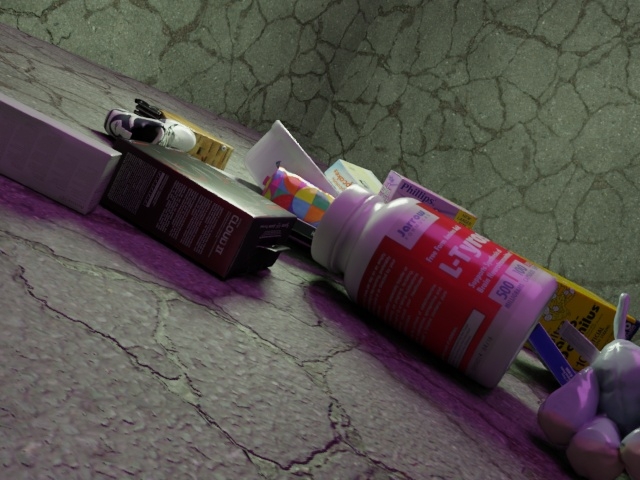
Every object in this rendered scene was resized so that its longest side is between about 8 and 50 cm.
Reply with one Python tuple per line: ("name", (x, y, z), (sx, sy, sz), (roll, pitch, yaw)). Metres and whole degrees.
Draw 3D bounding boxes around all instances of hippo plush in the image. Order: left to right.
("hippo plush", (0.477, 0.297, 1.023), (0.237, 0.234, 0.294), (58, 8, -35))

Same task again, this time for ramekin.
("ramekin", (-0.067, -0.149, 1.609), (0.277, 0.135, 0.277), (50, 4, -5))

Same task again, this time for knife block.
("knife block", (-0.398, -0.297, 1.812), (0.275, 0.088, 0.242), (23, 12, -25))

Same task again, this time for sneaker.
("sneaker", (-0.387, -0.242, 1.563), (0.235, 0.094, 0.153), (18, 15, -42))

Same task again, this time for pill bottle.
("pill bottle", (0.194, 0.065, 1.187), (0.407, 0.229, 0.229), (32, 11, 21))

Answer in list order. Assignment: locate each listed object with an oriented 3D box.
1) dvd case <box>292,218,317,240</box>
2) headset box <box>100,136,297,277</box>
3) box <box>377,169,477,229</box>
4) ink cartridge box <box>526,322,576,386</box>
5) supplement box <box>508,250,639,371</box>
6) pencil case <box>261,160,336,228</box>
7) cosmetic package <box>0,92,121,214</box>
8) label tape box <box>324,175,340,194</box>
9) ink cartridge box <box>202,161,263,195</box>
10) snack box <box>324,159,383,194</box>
("dvd case", (0.000, 0.000, 1.415), (0.238, 0.030, 0.179), (27, -5, -21))
("headset box", (-0.187, -0.048, 1.078), (0.293, 0.110, 0.218), (30, 10, 13))
("box", (0.214, -0.008, 1.564), (0.213, 0.243, 0.117), (26, 10, -14))
("ink cartridge box", (0.485, 0.228, 1.419), (0.223, 0.045, 0.224), (52, 9, -10))
("supplement box", (0.642, 0.206, 1.769), (0.356, 0.194, 0.195), (24, 11, -19))
("pencil case", (-0.020, -0.079, 1.441), (0.236, 0.104, 0.104), (29, 10, -7))
("cosmetic package", (-0.421, -0.136, 0.937), (0.239, 0.099, 0.060), (27, 8, -6))
("label tape box", (0.127, -0.078, 2.049), (0.347, 0.115, 0.249), (28, 11, 7))
("ink cartridge box", (-0.232, -0.125, 1.530), (0.224, 0.056, 0.181), (21, 12, -13))
("snack box", (0.135, -0.118, 1.778), (0.187, 0.060, 0.322), (52, 15, 13))
